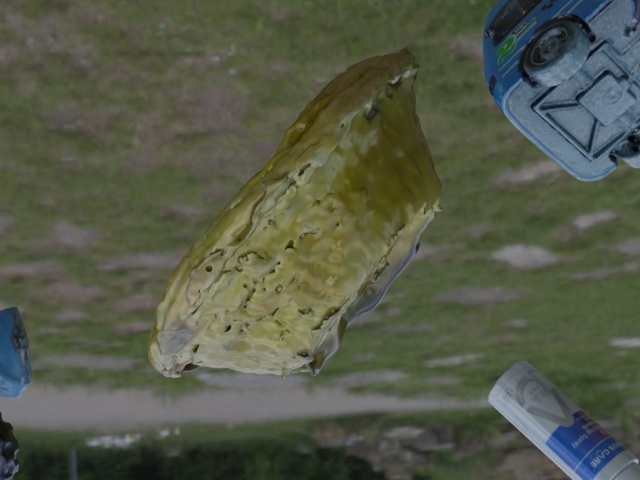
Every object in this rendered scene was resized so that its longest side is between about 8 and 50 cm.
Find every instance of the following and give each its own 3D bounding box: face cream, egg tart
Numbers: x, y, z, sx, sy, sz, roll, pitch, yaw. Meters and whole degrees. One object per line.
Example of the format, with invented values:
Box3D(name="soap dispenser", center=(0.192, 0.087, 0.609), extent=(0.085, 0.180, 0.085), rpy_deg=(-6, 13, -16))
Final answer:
Box3D(name="face cream", center=(0.151, 0.121, 0.629), extent=(0.034, 0.130, 0.034), rpy_deg=(-32, 148, -23))
Box3D(name="egg tart", center=(0.000, 0.000, 0.950), extent=(0.132, 0.345, 0.345), rpy_deg=(38, 169, 8))

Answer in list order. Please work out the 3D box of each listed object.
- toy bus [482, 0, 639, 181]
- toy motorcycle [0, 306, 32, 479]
Box3D(name="toy bus", center=(0.219, -0.163, 0.719), extent=(0.113, 0.134, 0.246), rpy_deg=(34, 114, -30))
Box3D(name="toy motorcycle", center=(-0.472, 0.108, 1.213), extent=(0.416, 0.232, 0.172), rpy_deg=(34, -170, 9))
